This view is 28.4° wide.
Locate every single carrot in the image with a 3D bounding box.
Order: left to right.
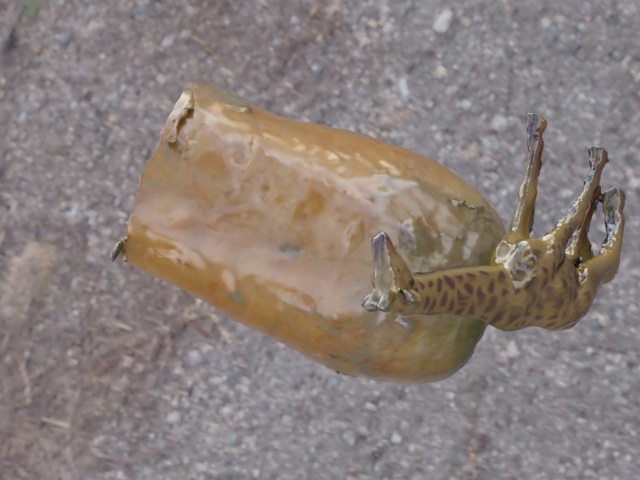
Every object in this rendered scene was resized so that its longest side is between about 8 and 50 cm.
[{"bbox_3d":[0.000,0.000,1.187,0.224,0.341,0.224,-159,90,-88],"label":"carrot"}]

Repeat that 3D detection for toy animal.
[{"bbox_3d":[0.133,0.012,0.874,0.054,0.149,0.275,-2,26,48],"label":"toy animal"}]
